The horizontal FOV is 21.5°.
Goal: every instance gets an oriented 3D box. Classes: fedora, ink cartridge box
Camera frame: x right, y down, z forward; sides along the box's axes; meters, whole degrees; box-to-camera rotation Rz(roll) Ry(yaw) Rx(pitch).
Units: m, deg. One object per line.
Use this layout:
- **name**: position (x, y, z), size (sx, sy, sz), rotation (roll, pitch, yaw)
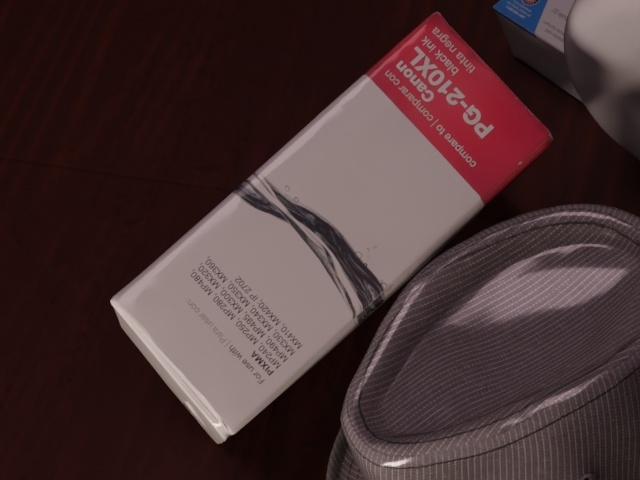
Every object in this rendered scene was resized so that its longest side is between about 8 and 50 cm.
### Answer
- **fedora**: position (0.106, 0.081, 0.873), size (0.275, 0.124, 0.244), rotation (-30, 45, 3)
- **ink cartridge box**: position (0.187, -0.155, 1.078), size (0.122, 0.052, 0.088), rotation (-40, 45, -9)
- **ink cartridge box**: position (0.000, 0.000, 0.957), size (0.237, 0.172, 0.100), rotation (-42, 88, -9)

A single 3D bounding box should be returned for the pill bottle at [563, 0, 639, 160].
- **pill bottle**: position (0.293, -0.194, 0.958), size (0.188, 0.188, 0.334), rotation (17, 62, 37)
